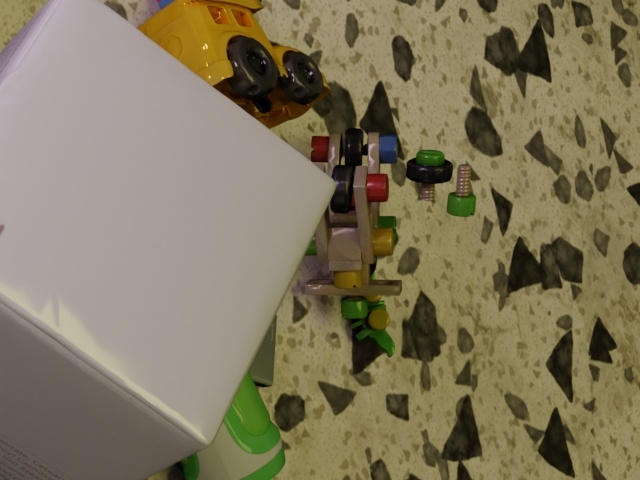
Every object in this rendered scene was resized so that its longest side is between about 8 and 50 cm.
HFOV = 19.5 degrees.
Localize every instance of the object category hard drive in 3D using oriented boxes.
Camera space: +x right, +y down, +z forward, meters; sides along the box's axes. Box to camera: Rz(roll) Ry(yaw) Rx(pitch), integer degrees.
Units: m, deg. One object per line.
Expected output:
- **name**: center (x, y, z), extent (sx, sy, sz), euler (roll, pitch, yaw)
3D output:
- **hard drive**: center (-0.108, 0.121, 2.284), extent (0.135, 0.022, 0.094), euler (21, 65, -45)

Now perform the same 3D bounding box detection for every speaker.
- **speaker**: center (-0.149, 0.149, 2.150), extent (0.131, 0.131, 0.296), euler (-40, 110, -47)

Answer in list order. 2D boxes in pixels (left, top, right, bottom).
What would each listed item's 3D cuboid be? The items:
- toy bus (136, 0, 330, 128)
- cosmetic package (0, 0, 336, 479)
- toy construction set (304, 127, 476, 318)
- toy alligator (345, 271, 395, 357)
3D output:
- **toy bus**: center (-0.120, -0.239, 2.290), extent (0.220, 0.149, 0.211), euler (2, 63, -51)
- **cosmetic package**: center (-0.264, 0.036, 1.784), extent (0.327, 0.394, 0.329), euler (38, 53, -16)
- **toy construction set**: center (0.000, 0.000, 2.317), extent (0.309, 0.257, 0.237), euler (-3, 108, -19)
- **toy alligator**: center (0.053, 0.067, 2.471), extent (0.051, 0.056, 0.189), euler (-13, 82, -7)
